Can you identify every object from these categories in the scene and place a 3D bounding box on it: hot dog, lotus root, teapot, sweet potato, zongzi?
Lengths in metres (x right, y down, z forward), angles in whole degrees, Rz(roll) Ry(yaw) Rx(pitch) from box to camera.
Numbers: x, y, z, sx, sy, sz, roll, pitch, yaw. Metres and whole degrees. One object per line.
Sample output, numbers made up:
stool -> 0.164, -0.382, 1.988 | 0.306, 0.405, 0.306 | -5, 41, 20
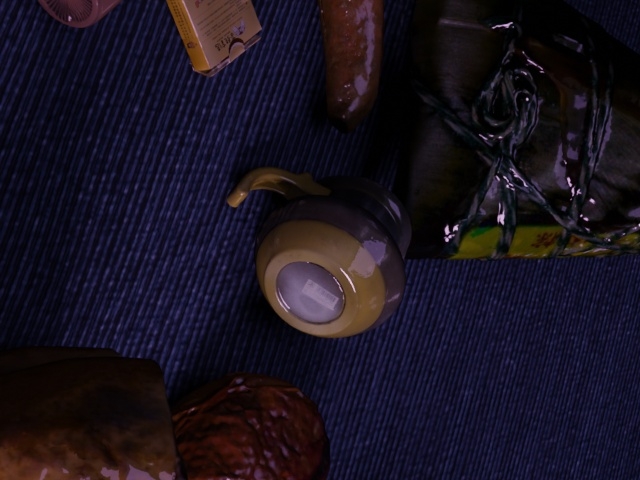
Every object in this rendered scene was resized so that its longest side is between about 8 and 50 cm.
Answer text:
hot dog -> -0.070, 0.212, 1.201 | 0.160, 0.099, 0.227 | 53, 40, -26
lotus root -> -0.207, 0.142, 0.993 | 0.180, 0.188, 0.199 | 15, 47, -27
teapot -> 0.000, 0.000, 1.285 | 0.166, 0.130, 0.119 | 42, 38, -6
sweet potato -> 0.023, -0.229, 1.330 | 0.075, 0.075, 0.273 | -16, 108, -48
zongzi -> 0.223, -0.076, 1.506 | 0.384, 0.362, 0.319 | 17, 78, -10

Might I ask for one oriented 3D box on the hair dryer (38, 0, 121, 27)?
hair dryer -> -0.179, -0.253, 1.100 | 0.117, 0.064, 0.181 | -51, 122, -37

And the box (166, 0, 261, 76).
box -> -0.095, -0.209, 1.226 | 0.073, 0.020, 0.149 | -44, 123, -41
